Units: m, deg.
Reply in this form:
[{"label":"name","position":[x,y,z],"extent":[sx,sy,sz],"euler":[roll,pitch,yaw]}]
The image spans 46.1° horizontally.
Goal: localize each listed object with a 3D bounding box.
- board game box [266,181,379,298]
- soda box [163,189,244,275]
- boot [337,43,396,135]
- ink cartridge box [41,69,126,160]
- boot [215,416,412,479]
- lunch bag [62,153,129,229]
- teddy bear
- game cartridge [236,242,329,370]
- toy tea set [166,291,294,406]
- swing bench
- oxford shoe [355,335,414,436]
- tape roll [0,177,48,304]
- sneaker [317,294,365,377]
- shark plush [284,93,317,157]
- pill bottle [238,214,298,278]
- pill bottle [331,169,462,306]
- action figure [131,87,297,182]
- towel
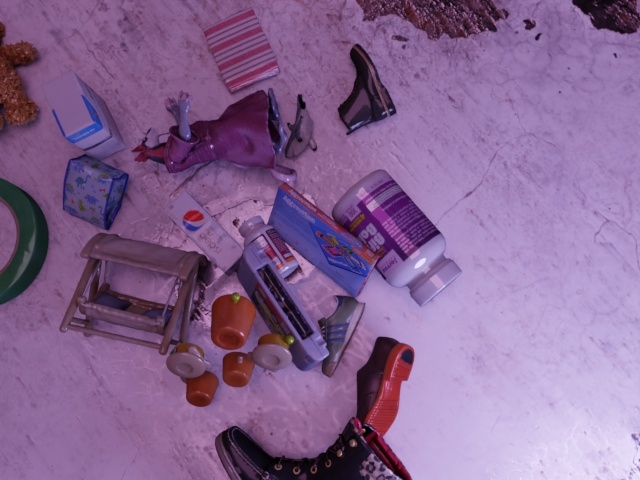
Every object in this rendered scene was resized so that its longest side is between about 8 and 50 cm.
[{"label":"board game box","position":[0.000,0.000,1.735],"extent":[0.281,0.145,0.027],"euler":[39,51,14]},{"label":"soda box","position":[-0.272,-0.017,1.799],"extent":[0.074,0.069,0.216],"euler":[-45,81,-6]},{"label":"boot","position":[0.083,-0.370,1.846],"extent":[0.137,0.077,0.198],"euler":[-27,78,3]},{"label":"ink cartridge box","position":[-0.562,-0.294,1.802],"extent":[0.085,0.203,0.148],"euler":[-28,79,0]},{"label":"boot","position":[-0.015,0.484,1.617],"extent":[0.284,0.138,0.377],"euler":[-45,83,13]},{"label":"lunch bag","position":[-0.550,-0.114,1.823],"extent":[0.128,0.096,0.151],"euler":[24,111,8]},{"label":"teddy bear","position":[-0.836,-0.424,1.891],"extent":[0.244,0.113,0.338],"euler":[-5,79,0]},{"label":"game cartridge","position":[-0.092,0.157,1.688],"extent":[0.060,0.196,0.294],"euler":[-32,80,-15]},{"label":"toy tea set","position":[-0.216,0.235,1.659],"extent":[0.336,0.200,0.124],"euler":[-33,32,31]},{"label":"swing bench","position":[-0.423,0.118,1.734],"extent":[0.253,0.165,0.255],"euler":[11,80,6]},{"label":"oxford shoe","position":[0.123,0.350,1.709],"extent":[0.098,0.096,0.272],"euler":[22,88,42]},{"label":"tape roll","position":[-0.830,0.001,1.826],"extent":[0.320,0.077,0.322],"euler":[-1,80,4]},{"label":"sneaker","position":[0.028,0.214,1.741],"extent":[0.086,0.064,0.192],"euler":[25,76,9]},{"label":"shark plush","position":[-0.060,-0.285,1.847],"extent":[0.067,0.073,0.161],"euler":[-9,83,34]},{"label":"pill bottle","position":[-0.126,0.019,1.774],"extent":[0.086,0.086,0.152],"euler":[-34,79,-3]},{"label":"pill bottle","position":[0.178,-0.001,1.717],"extent":[0.169,0.169,0.302],"euler":[-40,79,-4]},{"label":"action figure","position":[-0.266,-0.233,1.804],"extent":[0.369,0.248,0.276],"euler":[-18,104,1]},{"label":"towel","position":[-0.201,-0.482,1.906],"extent":[0.144,0.029,0.197],"euler":[-23,76,-1]}]
